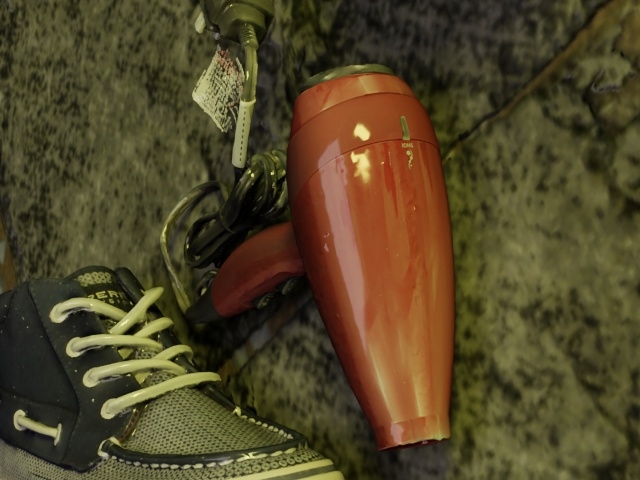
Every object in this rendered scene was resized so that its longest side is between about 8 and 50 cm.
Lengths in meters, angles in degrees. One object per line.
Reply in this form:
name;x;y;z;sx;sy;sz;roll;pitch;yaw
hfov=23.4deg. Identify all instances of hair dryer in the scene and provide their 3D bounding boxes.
hair dryer;0.000;0.000;0.829;0.293;0.080;0.224;-124;35;-46

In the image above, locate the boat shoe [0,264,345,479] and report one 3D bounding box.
boat shoe;-0.112;0.090;0.894;0.340;0.127;0.158;-9;87;53
